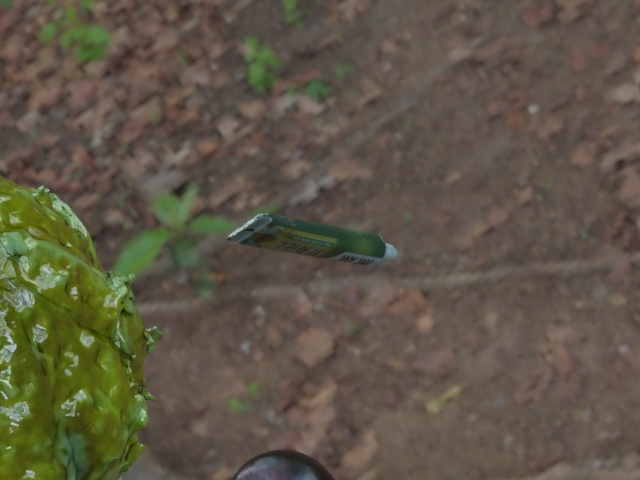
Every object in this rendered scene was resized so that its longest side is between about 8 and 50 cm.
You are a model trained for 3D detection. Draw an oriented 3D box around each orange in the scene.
[{"bbox_3d":[-0.241,0.066,1.000,0.301,0.223,0.300,22,41,2],"label":"orange"}]

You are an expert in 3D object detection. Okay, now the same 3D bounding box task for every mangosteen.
[{"bbox_3d":[-0.026,0.267,1.642,0.140,0.140,0.140,-21,37,17],"label":"mangosteen"}]

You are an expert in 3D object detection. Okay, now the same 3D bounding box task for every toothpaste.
[{"bbox_3d":[0.000,0.000,1.592,0.049,0.204,0.031,-34,61,34],"label":"toothpaste"}]

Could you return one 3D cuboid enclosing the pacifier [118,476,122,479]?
[{"bbox_3d":[-0.265,0.121,1.449,0.343,0.288,0.269,-34,11,40],"label":"pacifier"}]
